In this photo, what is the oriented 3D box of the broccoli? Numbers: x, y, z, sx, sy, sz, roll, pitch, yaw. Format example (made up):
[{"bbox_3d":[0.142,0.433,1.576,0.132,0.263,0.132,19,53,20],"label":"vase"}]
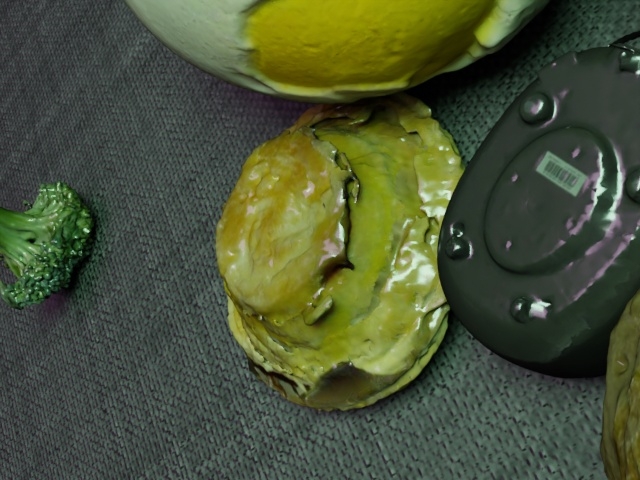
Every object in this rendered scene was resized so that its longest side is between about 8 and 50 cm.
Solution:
[{"bbox_3d":[-0.304,-0.022,0.783,0.118,0.204,0.122,31,84,39],"label":"broccoli"}]

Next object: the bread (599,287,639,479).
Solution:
[{"bbox_3d":[0.225,0.081,0.330,0.230,0.123,0.230,2,95,21],"label":"bread"}]

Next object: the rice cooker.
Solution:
[{"bbox_3d":[0.151,-0.018,0.456,0.142,0.118,0.203,44,111,38],"label":"rice cooker"}]

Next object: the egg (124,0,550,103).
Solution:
[{"bbox_3d":[-0.006,-0.230,0.536,0.345,0.283,0.283,2,80,44],"label":"egg"}]

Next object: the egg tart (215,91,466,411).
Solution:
[{"bbox_3d":[0.000,0.000,0.590,0.241,0.106,0.241,-14,69,39],"label":"egg tart"}]
